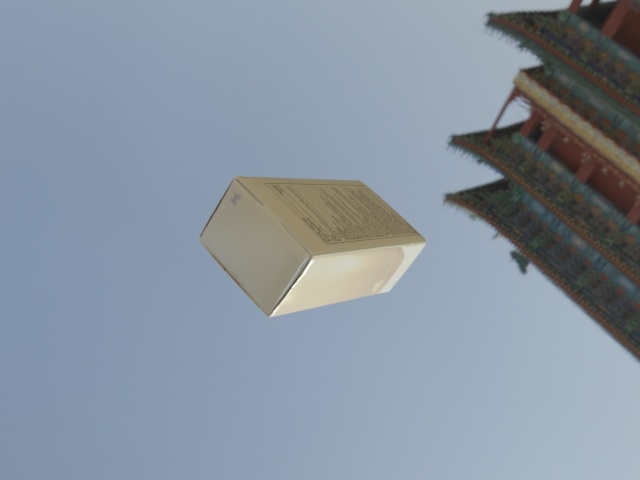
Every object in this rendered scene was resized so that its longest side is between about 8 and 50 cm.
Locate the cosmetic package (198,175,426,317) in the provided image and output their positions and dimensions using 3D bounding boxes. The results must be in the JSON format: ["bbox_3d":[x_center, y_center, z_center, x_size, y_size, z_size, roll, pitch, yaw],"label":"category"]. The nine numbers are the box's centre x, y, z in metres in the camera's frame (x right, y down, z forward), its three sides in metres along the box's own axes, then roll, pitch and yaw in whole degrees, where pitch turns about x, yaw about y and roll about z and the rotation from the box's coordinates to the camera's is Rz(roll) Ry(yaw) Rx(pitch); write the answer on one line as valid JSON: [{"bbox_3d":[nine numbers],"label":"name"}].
[{"bbox_3d":[0.000,0.000,0.377,0.060,0.041,0.115,46,-154,25],"label":"cosmetic package"}]
